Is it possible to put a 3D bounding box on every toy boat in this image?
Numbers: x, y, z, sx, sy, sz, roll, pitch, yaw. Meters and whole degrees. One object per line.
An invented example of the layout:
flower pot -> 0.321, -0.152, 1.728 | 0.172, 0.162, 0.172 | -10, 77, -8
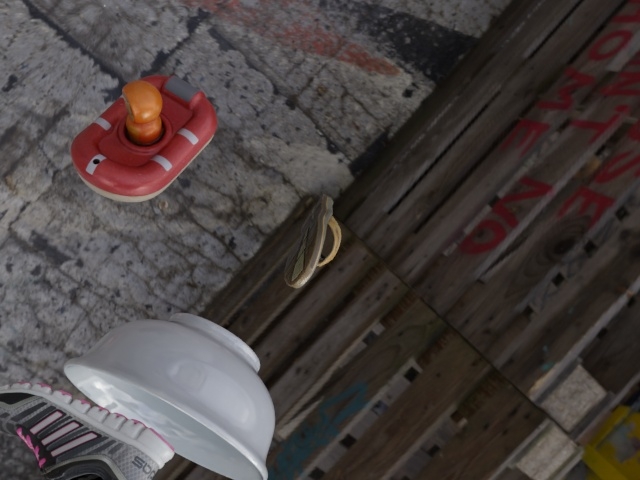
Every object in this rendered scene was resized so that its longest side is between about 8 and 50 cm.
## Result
toy boat -> -0.259, -0.170, 0.905 | 0.151, 0.151, 0.231 | 31, 63, 9

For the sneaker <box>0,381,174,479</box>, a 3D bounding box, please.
sneaker -> -0.210, 0.171, 0.503 | 0.170, 0.075, 0.063 | 16, 141, 9

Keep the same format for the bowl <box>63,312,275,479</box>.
bowl -> -0.173, 0.190, 0.823 | 0.298, 0.297, 0.134 | 46, 56, -27

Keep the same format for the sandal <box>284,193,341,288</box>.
sandal -> 0.000, 0.000, 0.793 | 0.049, 0.180, 0.072 | 34, 119, -10
